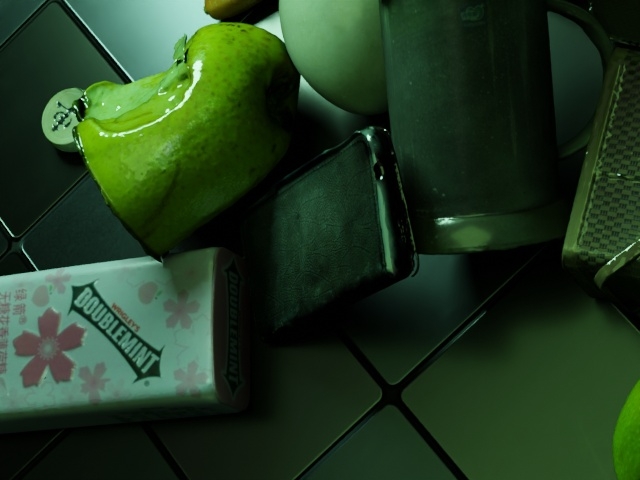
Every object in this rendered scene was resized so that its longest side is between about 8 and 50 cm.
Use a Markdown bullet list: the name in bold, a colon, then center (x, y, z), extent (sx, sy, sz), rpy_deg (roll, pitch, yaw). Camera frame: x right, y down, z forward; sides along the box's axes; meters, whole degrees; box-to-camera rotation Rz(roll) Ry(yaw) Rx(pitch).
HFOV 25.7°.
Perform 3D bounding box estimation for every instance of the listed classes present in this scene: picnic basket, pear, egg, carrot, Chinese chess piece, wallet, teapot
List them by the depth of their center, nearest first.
- **picnic basket**: center (0.353, -0.056, 1.432), extent (0.139, 0.165, 0.266), rpy_deg (11, 78, 27)
- **teapot**: center (0.182, -0.169, 1.462), extent (0.271, 0.200, 0.337), rpy_deg (-8, 99, -11)
- **wallet**: center (0.000, 0.000, 1.517), extent (0.318, 0.045, 0.172), rpy_deg (-32, 65, 57)
- **egg**: center (0.046, -0.261, 1.609), extent (0.187, 0.186, 0.253), rpy_deg (-10, 68, 20)
- **pear**: center (-0.141, -0.136, 1.620), extent (0.255, 0.164, 0.238), rpy_deg (-30, 33, 10)
- **carrot**: center (-0.037, -0.338, 1.751), extent (0.248, 0.043, 0.043), rpy_deg (-24, 66, 12)
- **Chinese chess piece**: center (-0.320, -0.155, 1.814), extent (0.084, 0.034, 0.084), rpy_deg (-7, 72, 22)

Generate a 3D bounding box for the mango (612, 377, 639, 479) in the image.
- **mango**: center (0.431, 0.141, 1.346), extent (0.343, 0.156, 0.192), rpy_deg (-36, 56, 12)

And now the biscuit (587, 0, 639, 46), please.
- **biscuit**: center (0.342, -0.263, 1.452), extent (0.150, 0.252, 0.052), rpy_deg (17, 81, 28)

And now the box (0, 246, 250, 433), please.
- **box**: center (-0.268, 0.122, 1.665), extent (0.370, 0.112, 0.190), rpy_deg (-8, 70, 19)
